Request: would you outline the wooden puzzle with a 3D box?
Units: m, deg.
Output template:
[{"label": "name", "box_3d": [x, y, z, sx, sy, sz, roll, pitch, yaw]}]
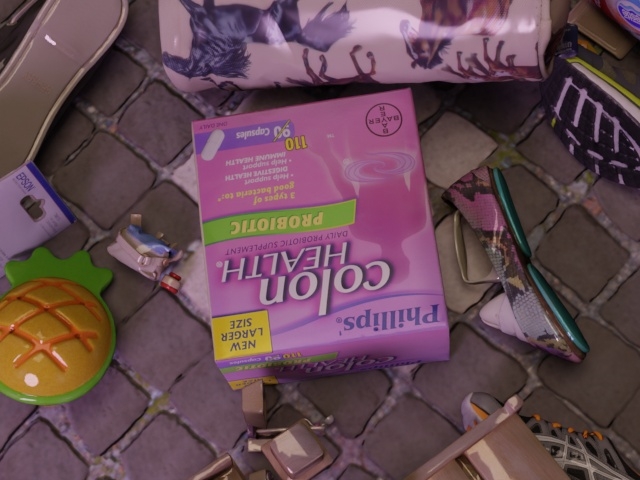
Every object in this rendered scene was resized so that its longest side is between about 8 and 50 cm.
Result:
[{"label": "wooden puzzle", "box_3d": [0.299, -0.228, 1.389, 0.116, 0.014, 0.078, -41, 76, -9]}]

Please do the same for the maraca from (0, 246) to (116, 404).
[{"label": "maraca", "box_3d": [-0.258, 0.079, 1.292, 0.127, 0.099, 0.185, 7, 48, -8]}]

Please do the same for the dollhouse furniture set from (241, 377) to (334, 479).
[{"label": "dollhouse furniture set", "box_3d": [-0.028, 0.175, 1.226, 0.081, 0.114, 0.091, -2, 68, 0]}]

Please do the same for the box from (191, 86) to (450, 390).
[{"label": "box", "box_3d": [0.000, 0.000, 1.282, 0.214, 0.117, 0.243, -8, 71, 3]}]

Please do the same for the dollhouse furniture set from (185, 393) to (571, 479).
[{"label": "dollhouse furniture set", "box_3d": [0.109, 0.246, 1.173, 0.356, 0.174, 0.303, -33, 72, -14]}]

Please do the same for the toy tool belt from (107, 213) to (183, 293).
[{"label": "toy tool belt", "box_3d": [-0.163, 0.011, 1.329, 0.083, 0.052, 0.051, 30, 84, 14]}]

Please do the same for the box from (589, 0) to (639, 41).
[{"label": "box", "box_3d": [0.415, -0.318, 1.311, 0.300, 0.142, 0.154, -31, 49, -10]}]

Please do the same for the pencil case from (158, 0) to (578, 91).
[{"label": "pencil case", "box_3d": [0.036, -0.229, 1.298, 0.410, 0.159, 0.183, 0, 27, 20]}]

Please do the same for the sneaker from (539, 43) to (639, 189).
[{"label": "sneaker", "box_3d": [0.346, -0.106, 1.306, 0.300, 0.111, 0.121, 36, 59, 16]}]

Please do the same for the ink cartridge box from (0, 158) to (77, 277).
[{"label": "ink cartridge box", "box_3d": [-0.398, 0.034, 1.283, 0.333, 0.165, 0.065, -37, 70, -9]}]

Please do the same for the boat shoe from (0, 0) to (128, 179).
[{"label": "boat shoe", "box_3d": [-0.322, -0.143, 1.389, 0.112, 0.095, 0.335, 43, 81, -19]}]

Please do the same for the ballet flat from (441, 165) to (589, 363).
[{"label": "ballet flat", "box_3d": [0.177, 0.032, 1.284, 0.079, 0.077, 0.221, -30, 65, 14]}]

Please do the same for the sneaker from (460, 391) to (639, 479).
[{"label": "sneaker", "box_3d": [0.220, 0.201, 1.215, 0.215, 0.084, 0.083, 37, 71, 9]}]
